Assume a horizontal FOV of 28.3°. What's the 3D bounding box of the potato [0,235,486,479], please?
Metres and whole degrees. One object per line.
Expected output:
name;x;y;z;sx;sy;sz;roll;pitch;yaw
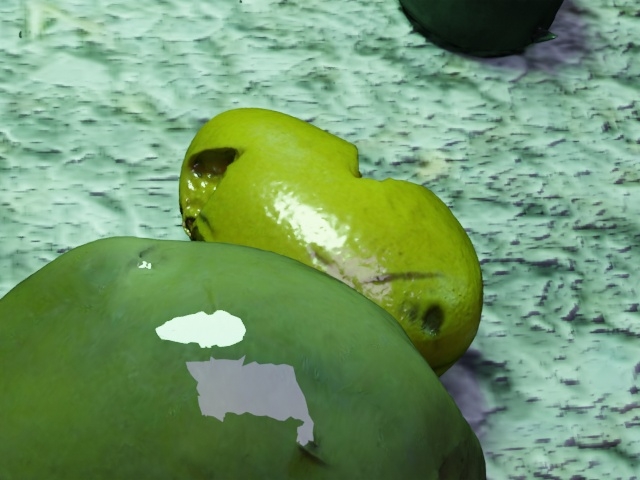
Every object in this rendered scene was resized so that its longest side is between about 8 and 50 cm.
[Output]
potato;-0.063;0.125;0.726;0.326;0.243;0.221;23;13;4

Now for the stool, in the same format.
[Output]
stool;0.131;-0.271;1.102;0.228;0.139;0.153;32;54;7

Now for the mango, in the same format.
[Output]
mango;0.000;0.000;0.893;0.262;0.130;0.167;38;52;20
